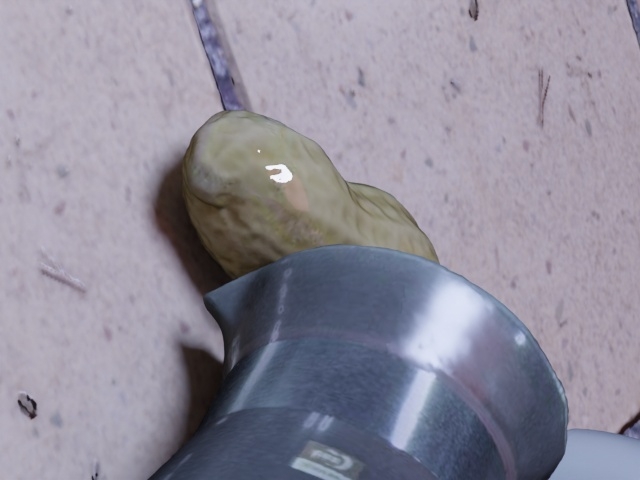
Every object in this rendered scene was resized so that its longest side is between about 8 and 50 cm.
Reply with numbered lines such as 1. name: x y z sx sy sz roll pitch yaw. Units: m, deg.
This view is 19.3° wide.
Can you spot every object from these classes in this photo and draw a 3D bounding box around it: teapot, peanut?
1. teapot: 0.003 0.193 0.910 0.300 0.253 0.344 28 48 1
2. peanut: 0.000 0.000 1.077 0.214 0.090 0.099 38 68 -40

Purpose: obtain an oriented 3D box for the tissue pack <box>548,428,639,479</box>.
1. tissue pack: 0.196 0.277 1.143 0.333 0.236 0.229 51 50 -30
